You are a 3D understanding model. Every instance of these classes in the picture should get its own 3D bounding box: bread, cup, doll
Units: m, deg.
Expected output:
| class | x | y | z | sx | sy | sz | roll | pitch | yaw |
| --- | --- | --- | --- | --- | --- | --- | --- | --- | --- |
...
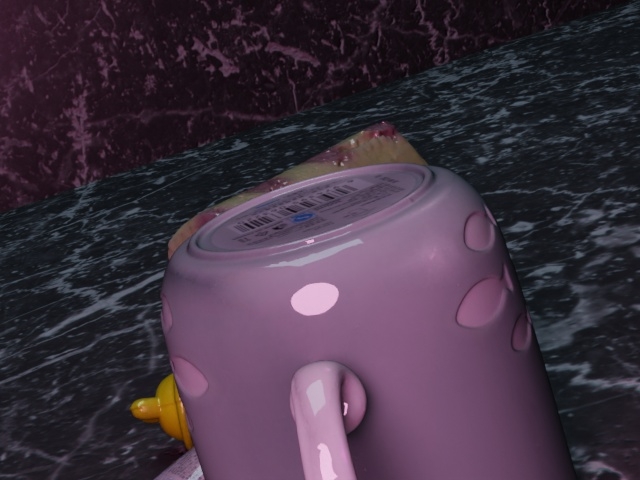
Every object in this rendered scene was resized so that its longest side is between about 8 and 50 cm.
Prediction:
| class | x | y | z | sx | sy | sz | roll | pitch | yaw |
| --- | --- | --- | --- | --- | --- | --- | --- | --- | --- |
| bread | 0.000 | 0.000 | 1.523 | 0.338 | 0.187 | 0.155 | -31 | -4 | -44 |
| cup | 0.025 | 0.115 | 0.881 | 0.259 | 0.275 | 0.357 | -15 | 14 | 9 |
| doll | -0.061 | 0.138 | 1.251 | 0.241 | 0.099 | 0.135 | -15 | 19 | -1 |

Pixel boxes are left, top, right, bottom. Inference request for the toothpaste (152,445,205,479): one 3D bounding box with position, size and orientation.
| class | x | y | z | sx | sy | sz | roll | pitch | yaw |
| --- | --- | --- | --- | --- | --- | --- | --- | --- | --- |
| toothpaste | -0.119 | 0.216 | 1.120 | 0.234 | 0.057 | 0.089 | -33 | 19 | -30 |
